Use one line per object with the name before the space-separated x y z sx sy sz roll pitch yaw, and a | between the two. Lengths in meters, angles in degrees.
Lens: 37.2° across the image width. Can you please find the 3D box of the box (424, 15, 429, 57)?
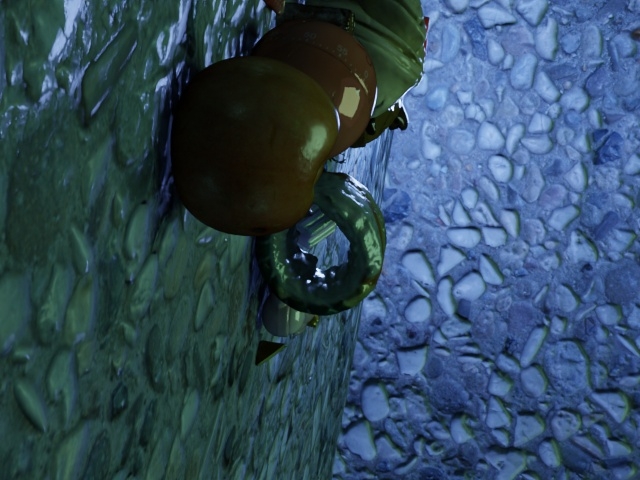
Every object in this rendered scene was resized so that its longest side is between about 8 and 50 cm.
box | 0.162 -0.531 2.412 0.050 0.229 0.122 -32 135 -48

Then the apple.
apple | -0.088 -0.130 1.338 0.253 0.254 0.253 10 90 -80

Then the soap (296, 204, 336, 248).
soap | -0.013 -0.053 2.216 0.149 0.100 0.056 -36 148 -39

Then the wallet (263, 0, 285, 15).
wallet | -0.085 -0.458 1.628 0.196 0.020 0.103 1 98 -80

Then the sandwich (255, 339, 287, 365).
sandwich | -0.118 0.240 2.105 0.083 0.044 0.031 -37 164 4

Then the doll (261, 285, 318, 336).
doll | -0.063 0.138 2.154 0.365 0.094 0.160 30 68 -80

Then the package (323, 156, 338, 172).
package | 0.027 -0.215 2.500 0.173 0.027 0.171 -63 164 -58

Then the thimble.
thimble | 0.000 0.000 1.920 0.167 0.254 0.288 -64 135 -68

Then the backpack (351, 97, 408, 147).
backpack | 0.101 -0.382 2.246 0.353 0.201 0.378 85 15 -44

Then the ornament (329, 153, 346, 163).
ornament | -0.003 -0.181 2.073 0.073 0.125 0.028 54 44 -73

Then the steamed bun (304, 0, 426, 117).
steamed bun | 0.091 -0.419 1.904 0.203 0.276 0.289 103 12 -57

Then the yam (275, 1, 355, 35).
yam | -0.008 -0.402 1.769 0.079 0.141 0.079 9 90 -82

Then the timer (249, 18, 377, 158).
timer | -0.020 -0.252 1.597 0.229 0.230 0.214 86 18 -55
